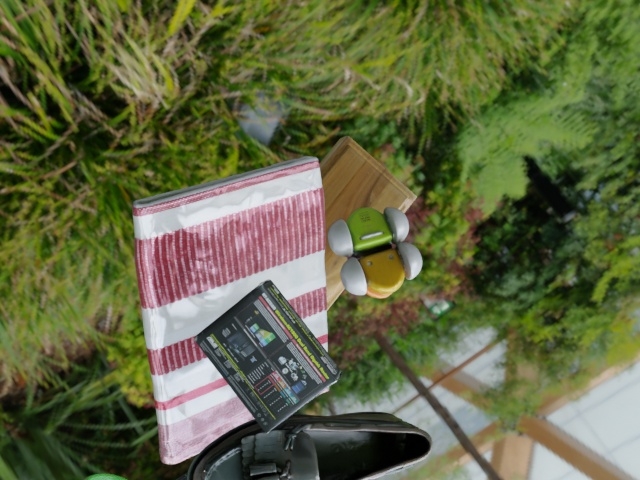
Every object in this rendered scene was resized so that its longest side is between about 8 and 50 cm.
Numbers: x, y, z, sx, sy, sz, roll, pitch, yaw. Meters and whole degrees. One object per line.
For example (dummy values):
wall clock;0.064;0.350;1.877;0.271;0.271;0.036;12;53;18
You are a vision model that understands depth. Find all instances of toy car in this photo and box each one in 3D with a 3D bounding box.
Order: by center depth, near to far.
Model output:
toy car;0.102;0.028;1.591;0.159;0.182;0.136;-16;164;-11

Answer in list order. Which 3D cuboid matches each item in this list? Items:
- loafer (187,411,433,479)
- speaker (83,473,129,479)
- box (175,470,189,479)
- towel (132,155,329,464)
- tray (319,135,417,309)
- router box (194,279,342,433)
loafer;-0.003;0.225;0.838;0.267;0.096;0.084;-5;172;-32
speaker;-0.334;0.466;1.076;0.297;0.131;0.131;-60;165;8
box;-0.166;0.554;1.540;0.163;0.247;0.142;-34;145;-4
towel;-0.094;0.079;0.926;0.237;0.037;0.329;-19;121;-33
tray;0.000;0.000;1.714;0.411;0.202;0.076;-52;-169;-8
router box;-0.052;0.114;0.798;0.092;0.122;0.038;-38;178;12
